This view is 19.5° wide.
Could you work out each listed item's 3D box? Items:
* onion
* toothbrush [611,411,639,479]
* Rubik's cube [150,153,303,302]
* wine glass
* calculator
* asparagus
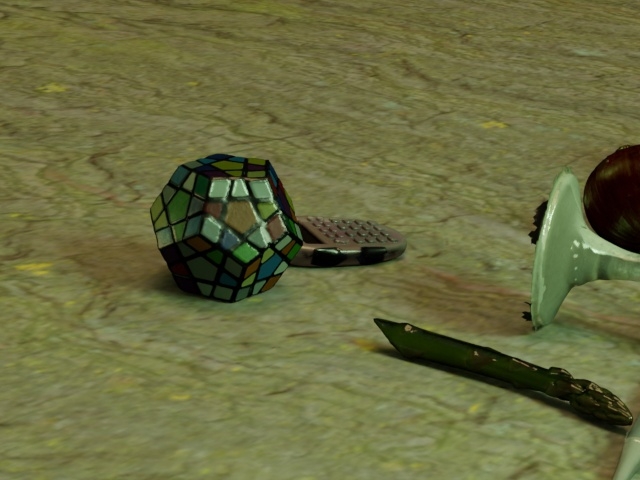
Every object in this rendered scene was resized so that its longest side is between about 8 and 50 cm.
[{"bbox_3d":[0.312,-0.045,1.777,0.117,0.118,0.118,-18,25,-17],"label":"onion"},{"bbox_3d":[0.234,0.142,1.328,0.030,0.025,0.342,16,20,14],"label":"toothbrush"},{"bbox_3d":[-0.080,-0.012,1.585,0.112,0.133,0.133,45,35,21],"label":"Rubik's cube"},{"bbox_3d":[0.330,0.034,1.505,0.321,0.143,0.143,13,20,17],"label":"wine glass"},{"bbox_3d":[0.000,0.000,1.713,0.166,0.024,0.103,-1,19,-22],"label":"calculator"},{"bbox_3d":[0.141,0.100,1.433,0.236,0.027,0.034,17,27,33],"label":"asparagus"}]
